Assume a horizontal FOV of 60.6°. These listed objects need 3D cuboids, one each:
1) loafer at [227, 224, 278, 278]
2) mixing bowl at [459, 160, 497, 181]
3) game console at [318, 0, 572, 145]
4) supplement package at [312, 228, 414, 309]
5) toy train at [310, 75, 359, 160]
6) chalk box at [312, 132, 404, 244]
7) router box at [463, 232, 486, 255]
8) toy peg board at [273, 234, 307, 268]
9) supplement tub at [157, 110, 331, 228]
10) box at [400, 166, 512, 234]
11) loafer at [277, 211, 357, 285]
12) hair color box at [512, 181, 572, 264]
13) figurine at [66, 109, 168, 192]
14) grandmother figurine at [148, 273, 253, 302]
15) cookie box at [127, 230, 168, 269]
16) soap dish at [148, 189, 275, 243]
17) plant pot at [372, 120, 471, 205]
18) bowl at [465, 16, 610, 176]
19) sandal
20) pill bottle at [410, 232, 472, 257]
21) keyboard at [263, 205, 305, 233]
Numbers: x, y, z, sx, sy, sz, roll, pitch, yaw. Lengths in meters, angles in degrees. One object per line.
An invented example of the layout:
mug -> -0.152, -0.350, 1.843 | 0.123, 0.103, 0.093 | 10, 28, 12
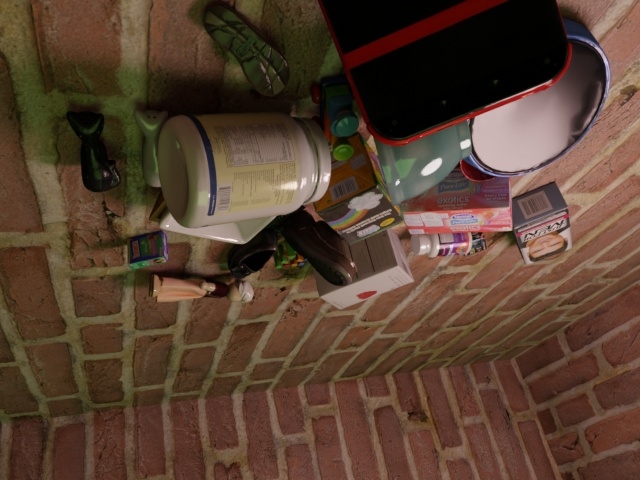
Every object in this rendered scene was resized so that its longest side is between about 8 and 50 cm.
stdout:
loafer -> -0.219, 0.057, 1.751 | 0.109, 0.095, 0.302 | 4, 147, -30
mixing bowl -> 0.434, -0.258, 1.449 | 0.181, 0.098, 0.181 | -9, 134, -10
game console -> 0.222, -0.382, 0.984 | 0.387, 0.342, 0.060 | -21, -172, 10
supplement package -> 0.141, 0.094, 1.889 | 0.293, 0.175, 0.177 | -23, 151, 18
toy train -> 0.040, -0.237, 1.265 | 0.105, 0.143, 0.248 | -9, 142, -8
chalk box -> 0.104, -0.121, 1.494 | 0.180, 0.179, 0.289 | -23, 151, 15
router box -> 0.574, 0.010, 2.066 | 0.092, 0.038, 0.122 | -20, 151, 12
toy peg board -> -0.073, 0.038, 1.800 | 0.161, 0.079, 0.161 | 13, 142, -39
supplement tub -> -0.165, -0.161, 1.196 | 0.325, 0.235, 0.235 | -11, 154, -31
box -> 0.391, -0.115, 1.574 | 0.300, 0.142, 0.154 | -2, 156, 21
loafer -> 0.000, 0.000, 1.551 | 0.130, 0.366, 0.134 | -41, 128, -8
hair color box -> 0.791, -0.050, 1.977 | 0.185, 0.113, 0.374 | -23, 151, 16
figurine -> -0.430, -0.210, 1.208 | 0.215, 0.092, 0.209 | -7, 146, -14
grandmother figurine -> -0.394, 0.165, 1.840 | 0.342, 0.104, 0.208 | 6, -177, -23
cookie box -> -0.501, 0.028, 1.585 | 0.107, 0.092, 0.040 | -14, 149, 0
soap dish -> -0.263, -0.105, 1.423 | 0.291, 0.118, 0.229 | 13, 142, -39
plant pot -> 0.212, -0.240, 1.196 | 0.196, 0.293, 0.293 | -15, 151, 8
bowl -> 0.495, -0.319, 1.293 | 0.391, 0.077, 0.391 | -10, 133, -11
sandal -> -0.140, -0.375, 1.068 | 0.090, 0.060, 0.219 | -34, 131, 23
pill bottle -> 0.421, 0.003, 1.918 | 0.193, 0.108, 0.108 | -5, 150, -14
keyboard -> -0.130, -0.073, 1.572 | 0.180, 0.023, 0.108 | -26, 108, 22
